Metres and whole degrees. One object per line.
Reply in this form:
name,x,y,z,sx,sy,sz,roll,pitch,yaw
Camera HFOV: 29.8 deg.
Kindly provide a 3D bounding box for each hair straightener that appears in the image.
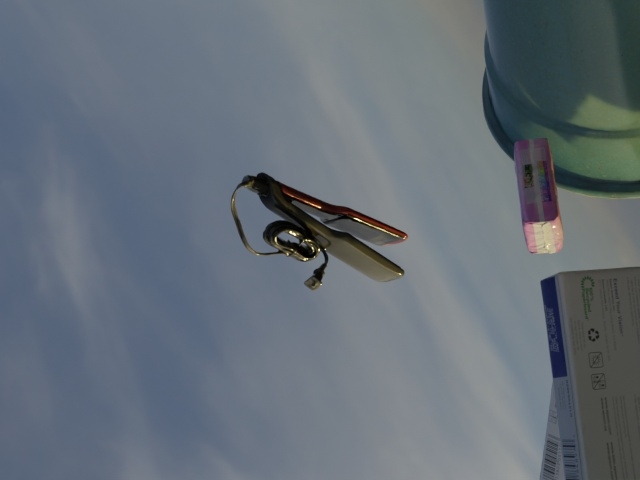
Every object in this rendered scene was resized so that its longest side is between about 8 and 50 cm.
hair straightener,0.000,0.000,1.140,0.230,0.047,0.089,27,-120,-44

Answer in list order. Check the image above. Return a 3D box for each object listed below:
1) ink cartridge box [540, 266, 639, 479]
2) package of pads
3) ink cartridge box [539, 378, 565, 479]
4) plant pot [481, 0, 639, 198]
ink cartridge box,0.315,0.132,1.072,0.045,0.224,0.223,147,120,-73
package of pads,0.174,-0.035,0.964,0.050,0.032,0.083,70,-165,-56
ink cartridge box,0.392,0.232,1.596,0.224,0.181,0.056,-2,-168,-39
plant pot,0.300,-0.276,1.218,0.334,0.341,0.341,61,-175,-51
